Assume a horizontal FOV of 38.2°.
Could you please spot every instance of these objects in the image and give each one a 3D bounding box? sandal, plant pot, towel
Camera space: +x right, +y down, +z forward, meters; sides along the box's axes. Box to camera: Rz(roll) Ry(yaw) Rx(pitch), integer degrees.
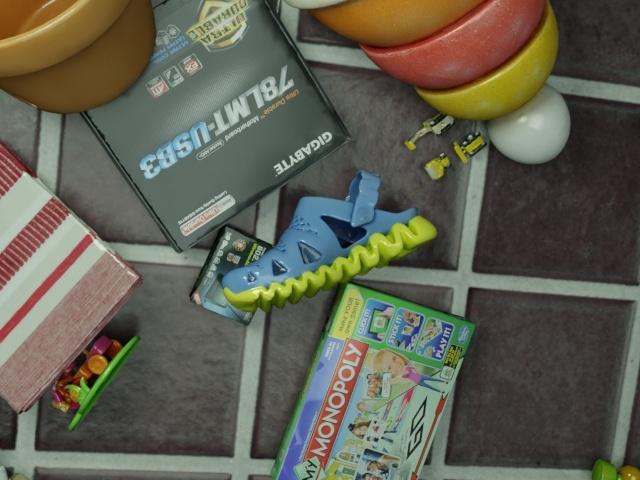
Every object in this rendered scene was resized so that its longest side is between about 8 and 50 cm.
[{"bbox_3d":[0.000,0.000,1.287,0.317,0.126,0.138,-23,84,-24],"label":"sandal"},{"bbox_3d":[-0.324,-0.286,1.102,0.291,0.203,0.290,-6,64,11],"label":"plant pot"},{"bbox_3d":[-0.422,0.029,1.203,0.329,0.037,0.237,42,89,8],"label":"towel"}]

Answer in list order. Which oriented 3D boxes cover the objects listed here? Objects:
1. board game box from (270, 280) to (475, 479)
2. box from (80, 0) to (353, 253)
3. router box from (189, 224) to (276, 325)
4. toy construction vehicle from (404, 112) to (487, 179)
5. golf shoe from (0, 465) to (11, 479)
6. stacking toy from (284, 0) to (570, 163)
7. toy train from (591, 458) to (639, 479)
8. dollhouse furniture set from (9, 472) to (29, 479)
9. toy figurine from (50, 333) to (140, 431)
[{"bbox_3d":[0.078,0.238,1.386,0.214,0.046,0.317,18,94,-15],"label":"board game box"},{"bbox_3d":[-0.155,-0.182,1.263,0.296,0.073,0.293,-33,102,-5],"label":"box"},{"bbox_3d":[-0.121,0.049,1.319,0.092,0.038,0.122,24,93,-15],"label":"router box"},{"bbox_3d":[0.182,-0.144,1.360,0.098,0.035,0.086,-40,115,-1],"label":"toy construction vehicle"},{"bbox_3d":[-0.440,0.353,1.255,0.176,0.069,0.086,23,85,15],"label":"golf shoe"},{"bbox_3d":[0.200,-0.274,1.237,0.351,0.350,0.480,-41,120,-3],"label":"stacking toy"},{"bbox_3d":[0.501,0.382,1.476,0.143,0.105,0.248,17,95,0],"label":"toy train"},{"bbox_3d":[-0.397,0.377,1.327,0.114,0.091,0.081,40,131,7],"label":"dollhouse furniture set"},{"bbox_3d":[-0.360,0.154,1.266,0.159,0.130,0.173,36,115,-1],"label":"toy figurine"}]
